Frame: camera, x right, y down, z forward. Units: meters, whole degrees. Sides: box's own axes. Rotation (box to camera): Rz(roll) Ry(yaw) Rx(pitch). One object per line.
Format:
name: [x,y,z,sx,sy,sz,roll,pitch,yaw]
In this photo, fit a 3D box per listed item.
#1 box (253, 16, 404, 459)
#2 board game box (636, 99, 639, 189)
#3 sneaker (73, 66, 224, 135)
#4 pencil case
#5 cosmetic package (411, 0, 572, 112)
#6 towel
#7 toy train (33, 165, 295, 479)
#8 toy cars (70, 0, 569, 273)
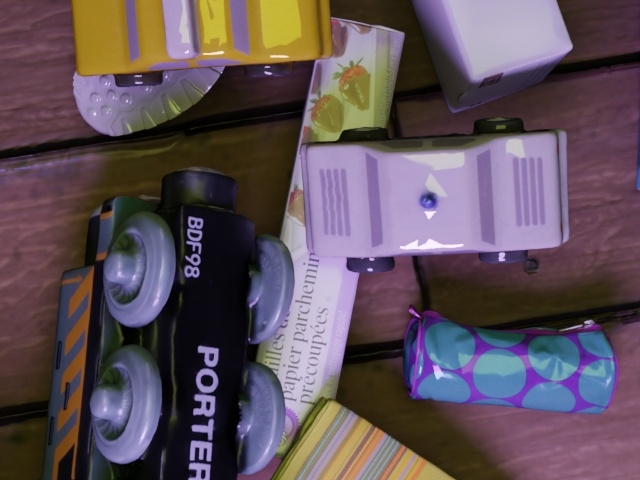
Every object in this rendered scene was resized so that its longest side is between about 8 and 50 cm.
box: [0.000,0.000,1.135,0.063,0.067,0.324,11,82,-2]
board game box: [0.410,-0.160,1.137,0.336,0.079,0.254,-1,97,-3]
sneaker: [-0.084,-0.165,1.145,0.235,0.095,0.090,-41,92,13]
pencil case: [0.137,0.088,1.131,0.151,0.064,0.070,4,99,-3]
cosmetic package: [0.103,-0.223,1.140,0.085,0.117,0.231,-19,86,-5]
towel: [0.069,0.212,1.102,0.237,0.021,0.102,35,88,-17]
toy train: [-0.119,0.119,1.056,0.142,0.190,0.334,10,78,-36]
toy cars: [-0.007,-0.092,1.049,0.393,0.087,0.176,37,102,2]
